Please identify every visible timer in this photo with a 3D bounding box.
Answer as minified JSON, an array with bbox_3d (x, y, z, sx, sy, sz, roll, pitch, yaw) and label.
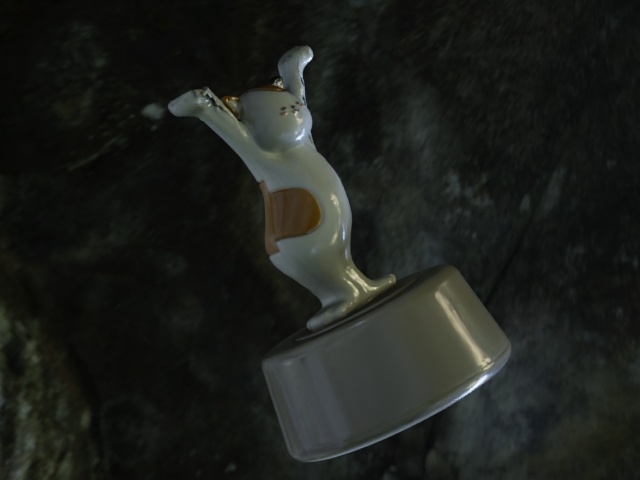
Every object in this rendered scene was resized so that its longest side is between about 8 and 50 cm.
[{"bbox_3d":[0.000,0.000,1.040,0.175,0.175,0.266,-26,-87,15],"label":"timer"}]
